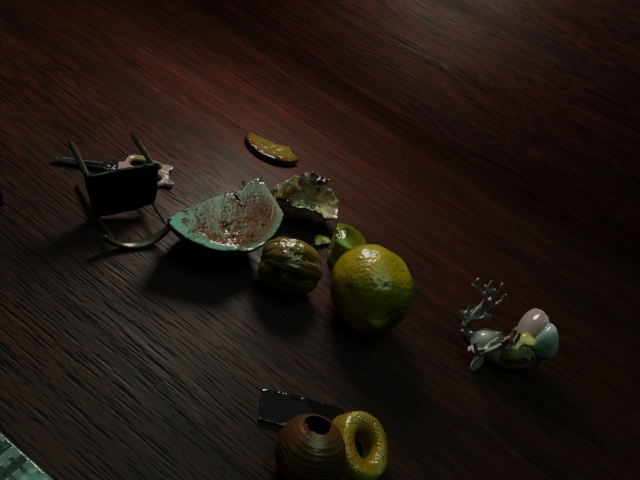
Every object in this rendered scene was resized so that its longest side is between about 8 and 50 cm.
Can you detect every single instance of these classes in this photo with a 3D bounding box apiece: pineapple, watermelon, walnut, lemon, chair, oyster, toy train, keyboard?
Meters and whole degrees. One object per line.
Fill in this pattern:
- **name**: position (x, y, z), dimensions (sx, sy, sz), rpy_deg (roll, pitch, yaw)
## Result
- **pineapple**: position (0.000, 0.000, 1.350), dimensions (0.083, 0.019, 0.045), rpy_deg (-14, 60, -44)
- **watermelon**: position (-0.266, -0.050, 1.096), dimensions (0.224, 0.180, 0.305), rpy_deg (20, 37, 36)
- **walnut**: position (-0.079, 0.073, 1.104), dimensions (0.184, 0.155, 0.155), rpy_deg (19, 37, -12)
- **lemon**: position (0.142, 0.138, 1.107), dimensions (0.229, 0.228, 0.253), rpy_deg (5, 49, -29)
- **chair**: position (-0.506, -0.128, 1.032), dimensions (0.188, 0.166, 0.272), rpy_deg (-22, 62, -35)
- **oyster**: position (-0.089, -0.126, 1.346), dimensions (0.337, 0.133, 0.197), rpy_deg (-8, 52, -36)
- **toy train**: position (-0.419, 0.378, 0.594), dimensions (0.234, 0.051, 0.052), rpy_deg (35, 40, 8)
- **keyboard**: position (-0.038, 0.380, 0.876), dimensions (0.197, 0.015, 0.074), rpy_deg (19, 41, -12)

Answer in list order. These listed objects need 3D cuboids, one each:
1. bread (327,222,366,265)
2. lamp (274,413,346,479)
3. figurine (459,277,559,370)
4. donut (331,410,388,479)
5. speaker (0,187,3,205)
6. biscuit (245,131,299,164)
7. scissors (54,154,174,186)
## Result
- **bread**: position (0.082, 0.019, 1.299), dimensions (0.111, 0.114, 0.129), rpy_deg (24, 36, -8)
- **lamp**: position (-0.020, 0.402, 0.764), dimensions (0.136, 0.136, 0.136), rpy_deg (18, 38, -15)
- **figurine**: position (0.549, 0.265, 1.202), dimensions (0.316, 0.284, 0.206), rpy_deg (-2, 43, -19)
- **donut**: position (0.083, 0.433, 0.846), dimensions (0.152, 0.058, 0.151), rpy_deg (22, 41, -21)
- **speaker**: position (-0.833, -0.098, 0.897), dimensions (0.191, 0.040, 0.046), rpy_deg (-10, 49, -40)
- **biscuit**: position (-0.208, -0.378, 1.652), dimensions (0.229, 0.031, 0.176), rpy_deg (42, 37, 19)
- **scissors**: position (-0.607, -0.217, 1.202), dimensions (0.318, 0.024, 0.160), rpy_deg (6, 44, -28)
